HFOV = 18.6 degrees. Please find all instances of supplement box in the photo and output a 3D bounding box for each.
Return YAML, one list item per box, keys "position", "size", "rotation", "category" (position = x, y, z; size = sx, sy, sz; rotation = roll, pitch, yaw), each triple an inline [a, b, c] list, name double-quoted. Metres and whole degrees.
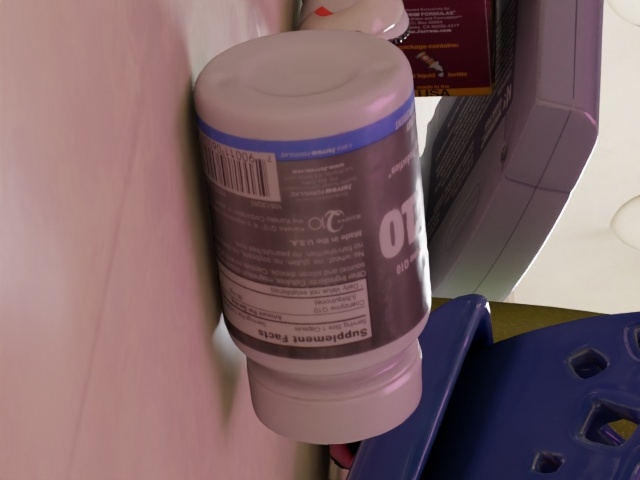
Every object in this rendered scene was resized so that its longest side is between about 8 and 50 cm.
- position: [0.067, -0.189, 1.229]
  size: [0.188, 0.081, 0.104]
  rotation: [79, 12, -51]
  category: "supplement box"

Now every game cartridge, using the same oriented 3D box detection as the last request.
- position: [0.123, -0.065, 1.328]
  size: [0.294, 0.060, 0.196]
  rotation: [116, -13, -58]
  category: "game cartridge"

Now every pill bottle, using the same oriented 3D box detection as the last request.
- position: [0.000, 0.000, 0.705]
  size: [0.078, 0.078, 0.137]
  rotation: [-78, 164, -60]
  category: "pill bottle"

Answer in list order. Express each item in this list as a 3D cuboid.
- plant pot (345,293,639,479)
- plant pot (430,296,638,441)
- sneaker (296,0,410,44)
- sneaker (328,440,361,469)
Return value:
- position: [0.120, 0.172, 0.923]
  size: [0.236, 0.212, 0.236]
  rotation: [78, 28, -51]
  category: "plant pot"
- position: [0.201, 0.161, 1.197]
  size: [0.275, 0.293, 0.275]
  rotation: [-4, 90, -74]
  category: "plant pot"
- position: [0.009, -0.140, 0.942]
  size: [0.161, 0.057, 0.075]
  rotation: [-75, 144, -62]
  category: "sneaker"
- position: [0.018, 0.060, 0.970]
  size: [0.057, 0.047, 0.119]
  rotation: [-19, 106, -70]
  category: "sneaker"
